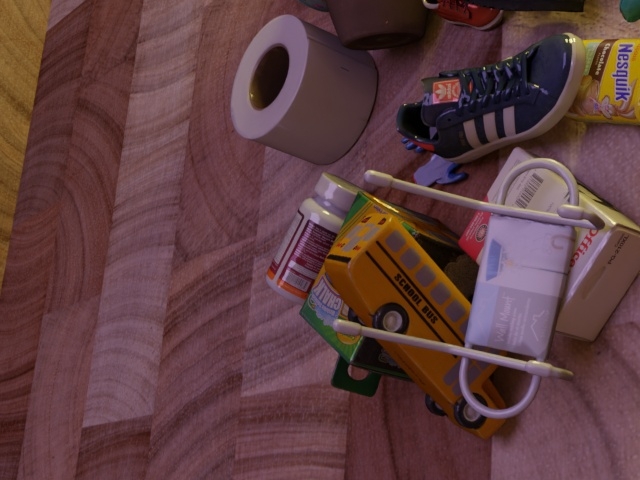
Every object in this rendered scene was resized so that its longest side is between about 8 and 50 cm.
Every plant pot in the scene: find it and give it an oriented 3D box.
[{"bbox_3d":[0.099,-0.463,2.009,0.263,0.263,0.229,-9,87,52],"label":"plant pot"}]

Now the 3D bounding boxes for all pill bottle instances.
[{"bbox_3d":[0.000,0.000,2.006,0.221,0.121,0.121,-63,35,11],"label":"pill bottle"}]

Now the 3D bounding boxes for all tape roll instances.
[{"bbox_3d":[-0.034,-0.281,2.140,0.246,0.169,0.246,-27,54,45],"label":"tape roll"}]

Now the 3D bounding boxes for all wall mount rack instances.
[{"bbox_3d":[0.194,0.045,1.469,0.304,0.130,0.350,10,85,27],"label":"wall mount rack"}]

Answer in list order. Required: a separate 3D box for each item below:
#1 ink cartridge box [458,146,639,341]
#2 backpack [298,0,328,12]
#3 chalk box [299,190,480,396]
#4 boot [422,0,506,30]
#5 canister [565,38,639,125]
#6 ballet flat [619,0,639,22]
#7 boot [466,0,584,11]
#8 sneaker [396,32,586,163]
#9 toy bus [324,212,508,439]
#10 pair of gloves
[{"bbox_3d":[0.323,0.004,1.574,0.172,0.100,0.237,-61,37,16],"label":"ink cartridge box"},{"bbox_3d":[0.006,-0.541,2.206,0.144,0.166,0.188,-14,61,52],"label":"backpack"},{"bbox_3d":[0.103,0.103,1.766,0.289,0.180,0.179,-63,36,11],"label":"chalk box"},{"bbox_3d":[0.239,-0.391,1.889,0.158,0.085,0.059,14,85,54],"label":"boot"},{"bbox_3d":[0.421,-0.219,1.568,0.170,0.073,0.126,14,88,57],"label":"canister"},{"bbox_3d":[0.500,-0.395,1.537,0.087,0.083,0.247,45,114,37],"label":"ballet flat"},{"bbox_3d":[0.281,-0.494,1.737,0.348,0.131,0.260,34,126,49],"label":"boot"},{"bbox_3d":[0.236,-0.212,1.671,0.350,0.148,0.131,-34,46,55],"label":"sneaker"},{"bbox_3d":[0.147,0.124,1.593,0.130,0.332,0.108,-46,16,-12],"label":"toy bus"},{"bbox_3d":[0.200,-0.169,1.895,0.159,0.023,0.198,-39,45,38],"label":"pair of gloves"}]
